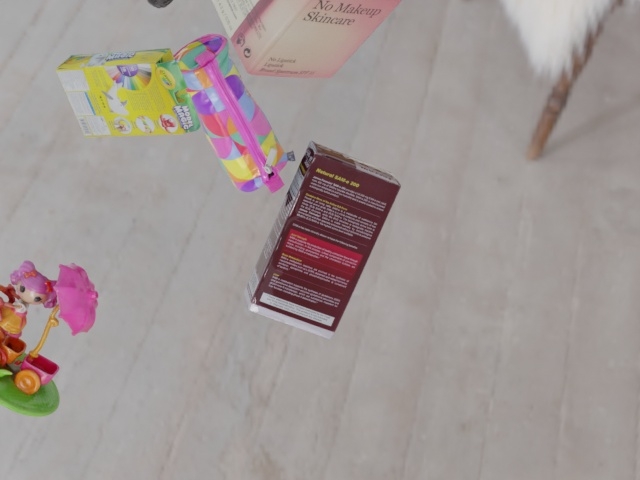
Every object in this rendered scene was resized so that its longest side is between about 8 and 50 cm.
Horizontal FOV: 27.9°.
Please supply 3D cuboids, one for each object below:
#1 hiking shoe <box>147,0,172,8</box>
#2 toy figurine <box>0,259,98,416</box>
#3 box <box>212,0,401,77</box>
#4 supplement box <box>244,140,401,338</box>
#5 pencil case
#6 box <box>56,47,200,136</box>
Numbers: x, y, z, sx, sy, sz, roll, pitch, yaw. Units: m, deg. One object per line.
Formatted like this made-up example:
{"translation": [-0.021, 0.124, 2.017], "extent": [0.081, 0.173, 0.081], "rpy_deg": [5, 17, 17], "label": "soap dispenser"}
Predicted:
{"translation": [-0.270, -0.471, 1.981], "extent": [0.114, 0.227, 0.086], "rpy_deg": [3, 11, 22], "label": "hiking shoe"}
{"translation": [-0.327, 0.085, 1.458], "extent": [0.173, 0.159, 0.130], "rpy_deg": [37, 15, -5], "label": "toy figurine"}
{"translation": [0.002, -0.316, 1.563], "extent": [0.148, 0.232, 0.127], "rpy_deg": [-4, 61, -43], "label": "box"}
{"translation": [0.000, 0.000, 1.763], "extent": [0.130, 0.239, 0.073], "rpy_deg": [21, 15, -14], "label": "supplement box"}
{"translation": [-0.128, -0.179, 1.847], "extent": [0.104, 0.236, 0.104], "rpy_deg": [-22, 32, 15], "label": "pencil case"}
{"translation": [-0.232, -0.183, 1.601], "extent": [0.179, 0.105, 0.043], "rpy_deg": [3, 38, 30], "label": "box"}
